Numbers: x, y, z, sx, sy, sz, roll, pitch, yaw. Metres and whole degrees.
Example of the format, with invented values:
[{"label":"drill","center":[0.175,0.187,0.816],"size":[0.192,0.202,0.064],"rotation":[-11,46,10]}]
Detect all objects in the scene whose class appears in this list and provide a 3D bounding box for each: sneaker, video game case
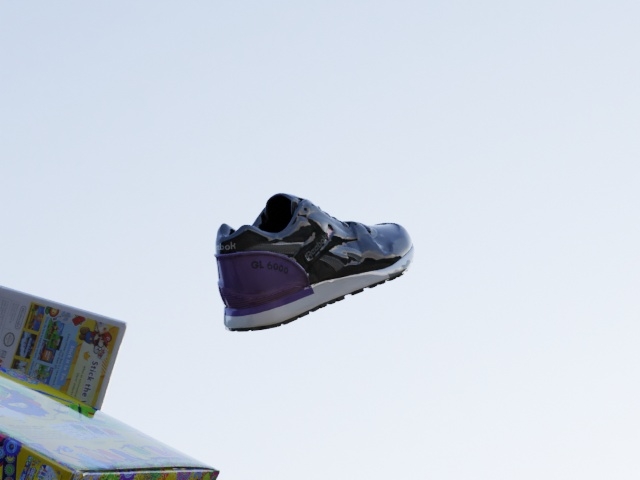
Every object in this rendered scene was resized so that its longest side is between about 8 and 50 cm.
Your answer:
[{"label":"sneaker","center":[0.000,0.000,1.648],"size":[0.107,0.124,0.283],"rotation":[-4,12,41]},{"label":"video game case","center":[-0.369,0.183,1.900],"size":[0.206,0.227,0.026],"rotation":[16,-7,7]}]

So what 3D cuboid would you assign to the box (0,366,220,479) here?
[{"label":"box","center":[-0.305,0.249,1.508],"size":[0.290,0.279,0.177],"rotation":[18,-86,-66]}]
